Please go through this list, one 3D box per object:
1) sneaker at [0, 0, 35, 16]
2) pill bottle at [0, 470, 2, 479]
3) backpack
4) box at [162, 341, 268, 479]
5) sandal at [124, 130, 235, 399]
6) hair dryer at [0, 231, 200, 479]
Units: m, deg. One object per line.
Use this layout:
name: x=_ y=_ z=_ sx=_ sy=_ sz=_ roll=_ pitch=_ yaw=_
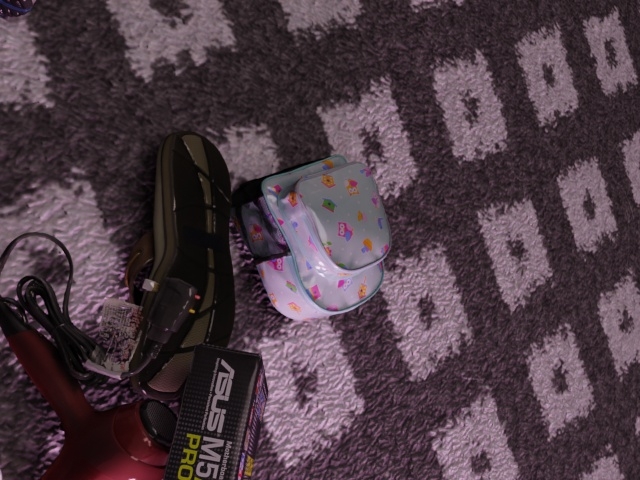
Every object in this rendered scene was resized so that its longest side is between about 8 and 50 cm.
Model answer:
sneaker: x=-0.356 y=-0.316 z=0.730 sx=0.211 sy=0.080 sz=0.081 roll=46 pitch=50 yaw=-36
pill bottle: x=-0.313 y=0.201 z=0.644 sx=0.065 sy=0.116 sz=0.065 roll=7 pitch=79 yaw=-39
backpack: x=0.000 y=0.000 z=0.921 sx=0.166 sy=0.145 sz=0.188 roll=-24 pitch=101 yaw=-45
box: x=-0.101 y=0.229 z=0.730 sx=0.060 sy=0.270 sz=0.216 roll=10 pitch=71 yaw=1
sandal: x=-0.158 y=0.026 z=0.826 sx=0.120 sy=0.086 sz=0.302 roll=32 pitch=51 yaw=-47
hair dryer: x=-0.227 y=0.152 z=0.717 sx=0.080 sy=0.224 sz=0.293 roll=20 pitch=83 yaw=-65
